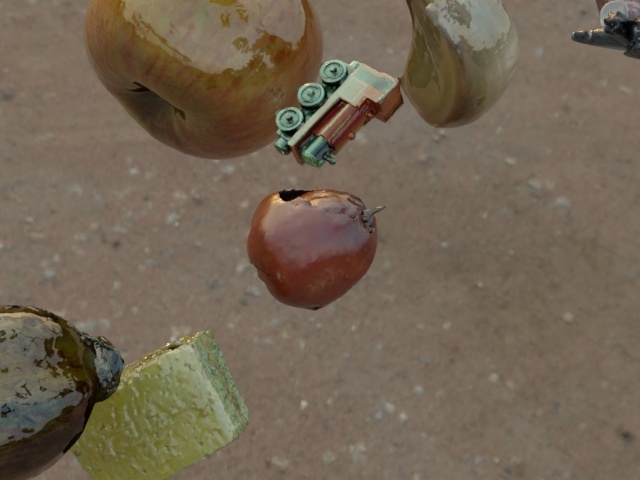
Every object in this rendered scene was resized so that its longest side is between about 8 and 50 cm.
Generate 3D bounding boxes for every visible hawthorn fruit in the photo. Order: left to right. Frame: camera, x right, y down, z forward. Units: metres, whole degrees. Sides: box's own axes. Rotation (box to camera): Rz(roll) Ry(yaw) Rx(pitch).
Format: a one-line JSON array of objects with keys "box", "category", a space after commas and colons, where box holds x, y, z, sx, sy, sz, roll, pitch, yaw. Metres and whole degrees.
[{"box": [0.000, 0.000, 1.323, 0.148, 0.172, 0.148, 50, 26, -36], "category": "hawthorn fruit"}]

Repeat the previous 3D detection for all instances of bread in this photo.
[{"box": [-0.190, 0.202, 1.317, 0.138, 0.196, 0.102, 60, 12, 3], "category": "bread"}]

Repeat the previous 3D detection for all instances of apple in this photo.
[{"box": [-0.183, -0.331, 1.872, 0.400, 0.400, 0.333, 30, 67, 13], "category": "apple"}]

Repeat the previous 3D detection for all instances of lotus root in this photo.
[{"box": [-0.383, 0.174, 1.123, 0.397, 0.179, 0.196, -15, 89, -35], "category": "lotus root"}]

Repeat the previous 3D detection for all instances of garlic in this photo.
[{"box": [0.175, -0.280, 1.615, 0.196, 0.338, 0.151, 15, 67, 19], "category": "garlic"}]

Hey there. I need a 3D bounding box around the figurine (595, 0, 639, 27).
[{"box": [0.382, -0.271, 1.307, 0.176, 0.186, 0.287, -14, 33, 15], "category": "figurine"}]

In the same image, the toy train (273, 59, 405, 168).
[{"box": [0.020, -0.172, 1.569, 0.118, 0.074, 0.176, 34, 74, 30], "category": "toy train"}]

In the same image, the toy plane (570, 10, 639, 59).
[{"box": [0.334, -0.200, 1.091, 0.246, 0.169, 0.078, 14, -6, 45], "category": "toy plane"}]
